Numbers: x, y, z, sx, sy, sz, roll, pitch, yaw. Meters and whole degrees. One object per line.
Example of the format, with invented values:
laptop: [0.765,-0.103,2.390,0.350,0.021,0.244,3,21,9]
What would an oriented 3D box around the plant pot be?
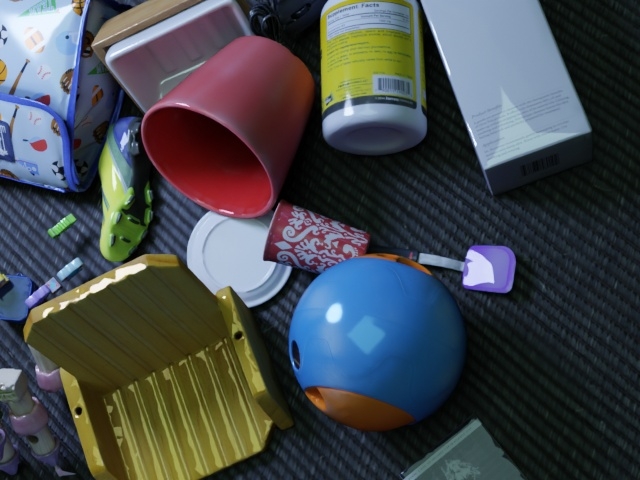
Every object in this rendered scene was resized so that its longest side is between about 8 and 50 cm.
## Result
plant pot: [-0.144,-0.218,1.913,0.275,0.275,0.243,19,56,20]

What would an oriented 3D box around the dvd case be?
dvd case: [0.260,0.423,1.759,0.164,0.018,0.221,-40,69,3]

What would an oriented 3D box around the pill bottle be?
pill bottle: [0.093,-0.337,1.928,0.188,0.188,0.334,-5,73,14]

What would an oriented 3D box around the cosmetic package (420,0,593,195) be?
cosmetic package: [0.323,-0.291,1.868,0.197,0.155,0.365,-19,70,9]

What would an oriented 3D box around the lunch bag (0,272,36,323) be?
lunch bag: [-0.586,0.110,2.058,0.067,0.065,0.098,8,79,-4]

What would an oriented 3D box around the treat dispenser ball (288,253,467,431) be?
treat dispenser ball: [0.092,0.164,1.733,0.288,0.288,0.288,-4,74,15]

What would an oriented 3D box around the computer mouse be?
computer mouse: [-0.024,-0.456,2.015,0.072,0.188,0.272,18,69,27]

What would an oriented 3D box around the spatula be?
spatula: [0.196,0.035,1.879,0.296,0.030,0.084,8,76,18]

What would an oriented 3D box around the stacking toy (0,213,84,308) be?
stacking toy: [-0.500,0.079,2.011,0.221,0.052,0.167,-43,86,-11]

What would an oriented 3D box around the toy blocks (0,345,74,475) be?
toy blocks: [-0.613,0.344,1.906,0.289,0.260,0.309,-1,37,14]

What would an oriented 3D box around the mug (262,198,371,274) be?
mug: [0.001,-0.005,1.879,0.169,0.113,0.150,18,44,5]

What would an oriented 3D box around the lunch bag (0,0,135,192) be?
lunch bag: [-0.568,-0.306,2.088,0.328,0.239,0.385,14,95,18]

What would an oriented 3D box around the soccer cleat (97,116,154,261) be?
soccer cleat: [-0.385,-0.097,2.060,0.121,0.093,0.289,-2,76,38]

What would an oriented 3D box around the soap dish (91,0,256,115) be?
soap dish: [-0.254,-0.371,2.025,0.291,0.229,0.118,-23,53,9]

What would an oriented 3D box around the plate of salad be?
plate of salad: [-0.146,0.026,1.967,0.200,0.048,0.200,-1,83,5]

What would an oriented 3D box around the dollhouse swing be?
dollhouse swing: [-0.283,0.241,1.811,0.347,0.305,0.315,-25,70,7]
